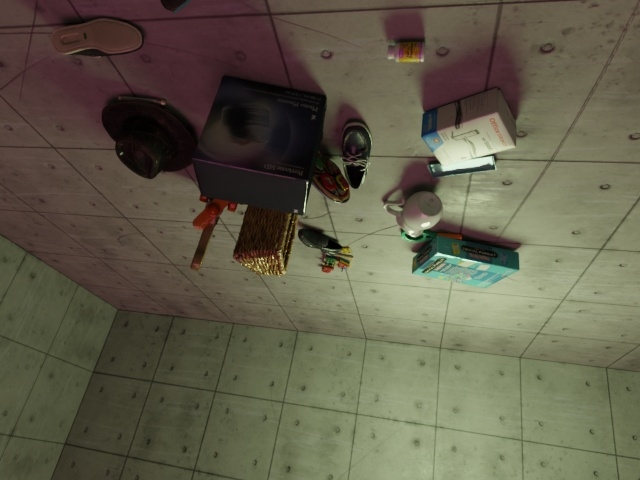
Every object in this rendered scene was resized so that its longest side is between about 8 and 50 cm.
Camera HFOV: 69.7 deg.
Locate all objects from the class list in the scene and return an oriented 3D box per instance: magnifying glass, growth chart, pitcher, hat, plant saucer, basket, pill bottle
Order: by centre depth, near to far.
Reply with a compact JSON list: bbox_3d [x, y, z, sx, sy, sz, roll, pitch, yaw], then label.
[{"bbox_3d":[0.197,-0.431,1.052,0.083,0.043,0.043,4,152,12],"label":"pill bottle"},{"bbox_3d":[0.427,-0.226,1.389,0.192,0.018,0.067,-5,149,27],"label":"plant saucer"},{"bbox_3d":[-0.543,-0.374,1.468,0.171,0.021,0.237,11,153,-1],"label":"growth chart"},{"bbox_3d":[-0.556,-0.287,1.474,0.331,0.134,0.331,7,152,4],"label":"hat"},{"bbox_3d":[0.313,-0.103,1.575,0.177,0.126,0.207,29,163,-1],"label":"pitcher"},{"bbox_3d":[-0.146,-0.027,1.677,0.223,0.299,0.213,-7,148,32],"label":"basket"},{"bbox_3d":[0.428,-0.018,1.781,0.230,0.026,0.092,3,152,15],"label":"magnifying glass"}]

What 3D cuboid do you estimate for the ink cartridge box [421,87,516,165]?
[{"bbox_3d":[0.389,-0.290,1.205,0.203,0.086,0.148,-11,145,38],"label":"ink cartridge box"}]

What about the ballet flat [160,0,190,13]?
[{"bbox_3d":[-0.245,-0.555,0.936,0.280,0.095,0.096,-7,136,32],"label":"ballet flat"}]

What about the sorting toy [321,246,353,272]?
[{"bbox_3d":[0.078,0.103,2.122,0.132,0.046,0.274,11,153,0],"label":"sorting toy"}]

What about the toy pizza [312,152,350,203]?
[{"bbox_3d":[0.025,-0.201,1.405,0.201,0.201,0.032,30,128,-32],"label":"toy pizza"}]

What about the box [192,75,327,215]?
[{"bbox_3d":[-0.153,-0.256,1.248,0.296,0.294,0.183,10,153,0],"label":"box"}]

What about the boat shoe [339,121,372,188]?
[{"bbox_3d":[0.105,-0.251,1.393,0.095,0.079,0.254,8,153,5],"label":"boat shoe"}]

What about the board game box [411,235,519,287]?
[{"bbox_3d":[0.573,0.092,1.847,0.335,0.079,0.254,12,156,-8],"label":"board game box"}]

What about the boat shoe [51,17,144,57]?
[{"bbox_3d":[-0.558,-0.512,1.174,0.233,0.084,0.079,0,-170,7],"label":"boat shoe"}]

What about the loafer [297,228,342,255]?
[{"bbox_3d":[0.000,0.000,1.930,0.223,0.076,0.078,27,144,-37],"label":"loafer"}]

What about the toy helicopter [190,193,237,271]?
[{"bbox_3d":[-0.388,-0.063,1.640,0.140,0.355,0.235,19,169,-14],"label":"toy helicopter"}]
